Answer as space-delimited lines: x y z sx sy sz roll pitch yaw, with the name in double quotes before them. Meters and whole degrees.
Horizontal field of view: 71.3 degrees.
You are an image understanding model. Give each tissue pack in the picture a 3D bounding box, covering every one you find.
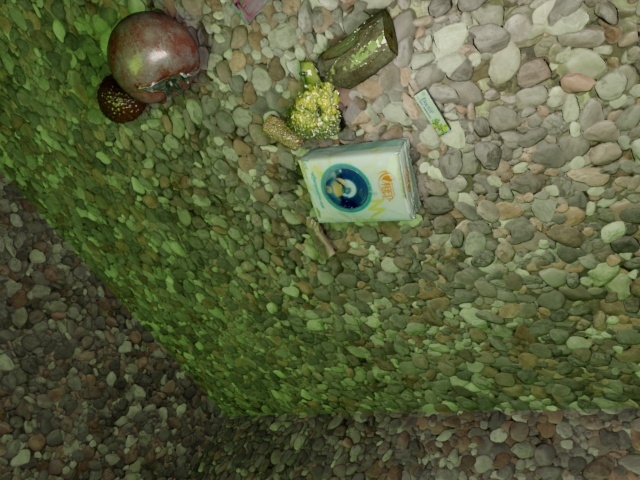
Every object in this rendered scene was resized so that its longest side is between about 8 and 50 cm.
"tissue pack" 0.147 -0.210 1.642 0.389 0.162 0.287 -1 124 29

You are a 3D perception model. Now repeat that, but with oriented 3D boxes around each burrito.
"burrito" 0.000 0.000 1.952 0.087 0.060 0.225 -3 125 36

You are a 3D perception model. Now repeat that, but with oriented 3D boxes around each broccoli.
"broccoli" -0.051 -0.452 1.502 0.272 0.180 0.242 61 164 -16

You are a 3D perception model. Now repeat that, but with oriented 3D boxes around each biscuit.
"biscuit" -0.140 -0.411 1.693 0.169 0.082 0.070 26 158 6

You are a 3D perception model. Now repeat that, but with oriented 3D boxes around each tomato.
"tomato" -0.589 -0.645 1.587 0.282 0.317 0.317 52 132 3

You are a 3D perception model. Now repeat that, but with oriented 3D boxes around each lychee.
"lychee" -0.812 -0.588 1.833 0.200 0.200 0.238 43 124 -8

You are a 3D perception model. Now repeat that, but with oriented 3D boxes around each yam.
"yam" 0.124 -0.575 1.382 0.255 0.154 0.154 -22 113 34

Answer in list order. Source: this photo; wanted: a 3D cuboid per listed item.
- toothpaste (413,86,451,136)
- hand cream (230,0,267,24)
"toothpaste" 0.365 -0.416 1.453 0.046 0.034 0.164 -26 111 35
"hand cream" -0.189 -0.811 1.430 0.275 0.050 0.078 -27 84 45
